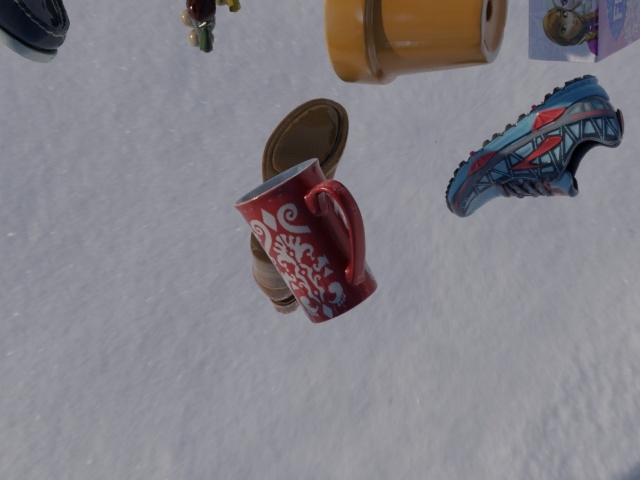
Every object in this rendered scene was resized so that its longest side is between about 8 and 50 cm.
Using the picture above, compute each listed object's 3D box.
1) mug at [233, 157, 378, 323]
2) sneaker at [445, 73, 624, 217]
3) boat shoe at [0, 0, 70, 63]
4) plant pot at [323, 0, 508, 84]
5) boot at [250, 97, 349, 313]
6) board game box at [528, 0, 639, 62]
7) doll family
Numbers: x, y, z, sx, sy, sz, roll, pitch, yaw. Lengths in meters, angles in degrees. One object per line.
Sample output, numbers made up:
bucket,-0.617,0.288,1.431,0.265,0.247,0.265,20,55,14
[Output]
mug,-0.009,0.005,1.360,0.113,0.150,0.169,-30,100,-9
sneaker,0.281,-0.097,1.546,0.262,0.104,0.125,-40,74,24
boat shoe,-0.241,-0.246,0.854,0.079,0.095,0.254,-34,71,17
plant pot,0.128,-0.291,1.465,0.188,0.205,0.205,8,96,21
boot,-0.023,-0.042,1.693,0.109,0.220,0.283,9,68,9
board game box,0.275,-0.343,1.028,0.066,0.318,0.318,10,115,33
doll family,-0.097,-0.255,0.983,0.076,0.111,0.192,-18,89,-7
